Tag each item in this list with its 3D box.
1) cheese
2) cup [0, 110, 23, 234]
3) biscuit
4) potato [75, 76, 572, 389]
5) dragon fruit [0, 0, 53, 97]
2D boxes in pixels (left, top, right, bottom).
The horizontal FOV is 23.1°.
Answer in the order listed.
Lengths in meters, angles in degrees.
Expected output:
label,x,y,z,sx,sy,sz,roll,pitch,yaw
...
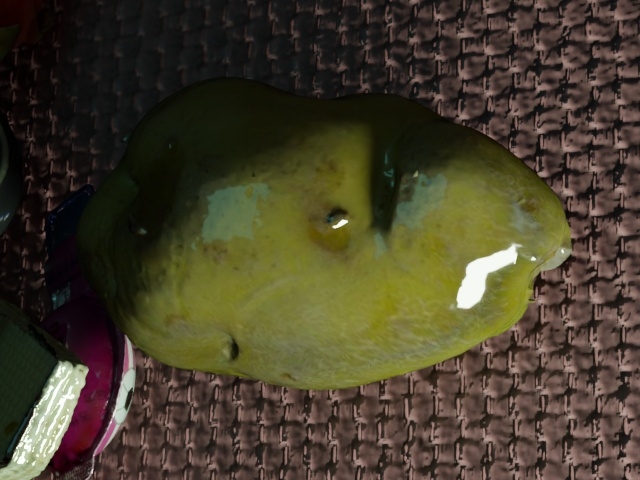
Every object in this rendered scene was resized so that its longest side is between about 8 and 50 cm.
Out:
label,x,y,z,sx,sy,sz,roll,pitch,yaw
cheese,-0.192,0.076,1.225,0.155,0.062,0.244,-32,54,42
cup,-0.321,-0.016,1.187,0.176,0.169,0.223,-34,78,40
biscuit,-0.267,0.117,1.206,0.252,0.052,0.150,25,90,53
potato,-0.001,-0.002,1.101,0.351,0.202,0.218,5,93,13
dragon fruit,-0.325,-0.212,1.273,0.227,0.224,0.224,-22,72,14
